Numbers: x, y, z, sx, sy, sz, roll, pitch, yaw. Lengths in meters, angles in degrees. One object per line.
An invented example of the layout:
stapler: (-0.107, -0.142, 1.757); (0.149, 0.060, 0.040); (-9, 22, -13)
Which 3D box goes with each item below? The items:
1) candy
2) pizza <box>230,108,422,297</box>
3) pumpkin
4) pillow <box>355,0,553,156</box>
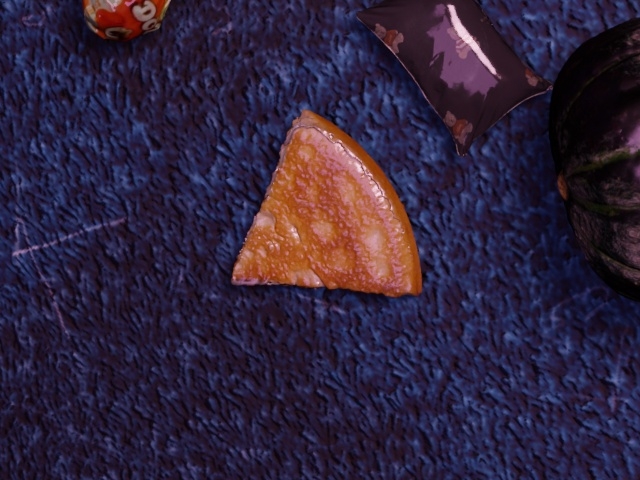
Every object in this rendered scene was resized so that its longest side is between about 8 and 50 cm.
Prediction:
candy: (-0.236, -0.286, 1.352); (0.084, 0.078, 0.287); (-43, 84, 8)
pizza: (0.000, 0.000, 1.367); (0.184, 0.036, 0.176); (47, 116, 0)
pumpkin: (0.254, -0.058, 1.165); (0.162, 0.220, 0.220); (-13, 101, -1)
pillow: (0.108, -0.154, 1.278); (0.090, 0.048, 0.150); (-37, 89, 27)
